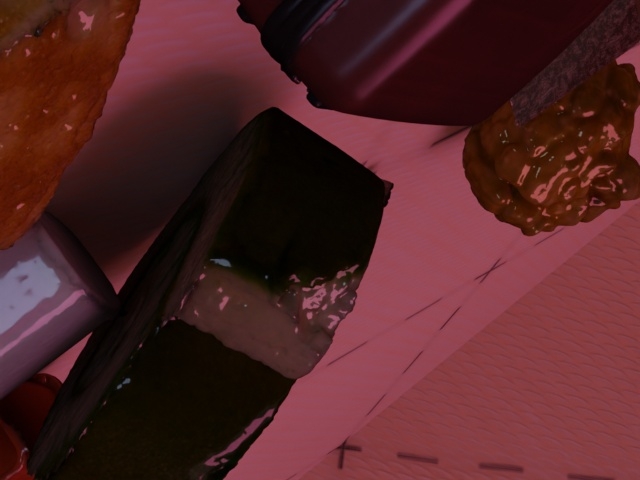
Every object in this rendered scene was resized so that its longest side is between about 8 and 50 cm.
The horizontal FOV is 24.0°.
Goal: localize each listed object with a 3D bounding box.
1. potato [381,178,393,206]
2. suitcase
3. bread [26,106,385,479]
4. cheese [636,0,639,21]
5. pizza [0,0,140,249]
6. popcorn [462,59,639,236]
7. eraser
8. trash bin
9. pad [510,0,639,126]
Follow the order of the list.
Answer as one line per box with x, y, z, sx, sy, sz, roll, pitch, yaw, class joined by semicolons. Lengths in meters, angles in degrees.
0.000;0.000;1.657;0.172;0.089;0.100;-67;-167;-12;potato
0.090;-0.200;1.055;0.236;0.161;0.297;-43;164;20;suitcase
-0.089;0.071;1.223;0.366;0.129;0.382;-62;-168;-25;bread
0.247;-0.232;1.476;0.202;0.091;0.175;-29;161;-30;cheese
-0.225;-0.076;0.856;0.287;0.075;0.280;-24;154;-53;pizza
0.282;-0.108;1.724;0.226;0.203;0.200;-50;-175;-37;popcorn
-0.295;0.100;1.144;0.290;0.104;0.189;-36;-178;-5;eraser
-0.287;0.198;1.381;0.184;0.161;0.239;-37;162;-4;trash bin
0.216;-0.226;1.369;0.158;0.003;0.235;-36;136;-10;pad
